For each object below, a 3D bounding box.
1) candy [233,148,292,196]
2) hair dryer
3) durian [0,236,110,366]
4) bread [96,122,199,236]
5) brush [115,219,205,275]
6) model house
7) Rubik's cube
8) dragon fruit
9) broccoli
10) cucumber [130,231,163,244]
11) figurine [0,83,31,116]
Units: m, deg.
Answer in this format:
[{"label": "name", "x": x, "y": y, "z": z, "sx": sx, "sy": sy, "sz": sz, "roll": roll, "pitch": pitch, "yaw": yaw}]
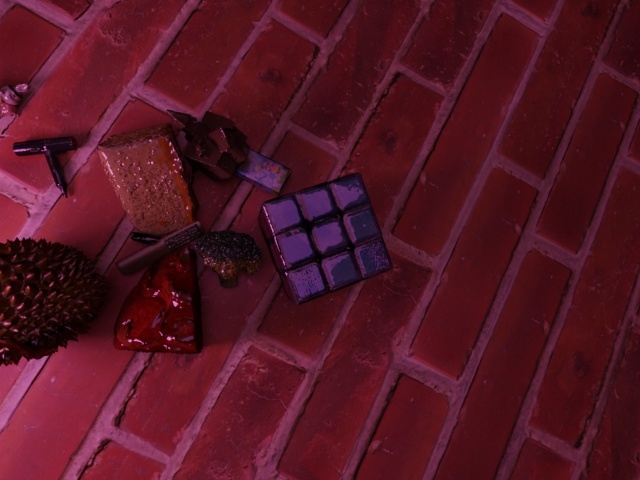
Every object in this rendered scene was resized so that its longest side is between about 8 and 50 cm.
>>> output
[{"label": "candy", "x": -0.206, "y": -0.237, "z": 1.361, "sx": 0.195, "sy": 0.062, "sz": 0.097, "roll": 27, "pitch": 79, "yaw": -5}, {"label": "hair dryer", "x": -0.860, "y": -0.226, "z": 1.265, "sx": 0.174, "sy": 0.050, "sz": 0.194, "roll": -8, "pitch": 86, "yaw": -7}, {"label": "durian", "x": -0.803, "y": 0.164, "z": 1.085, "sx": 0.347, "sy": 0.347, "sz": 0.384, "roll": 47, "pitch": 46, "yaw": 0}, {"label": "bread", "x": -0.534, "y": -0.210, "z": 1.304, "sx": 0.249, "sy": 0.279, "sz": 0.315, "roll": -15, "pitch": 127, "yaw": -11}, {"label": "brush", "x": -0.495, "y": 0.025, "z": 1.249, "sx": 0.283, "sy": 0.048, "sz": 0.054, "roll": -29, "pitch": 109, "yaw": -9}, {"label": "model house", "x": -0.356, "y": -0.325, "z": 1.231, "sx": 0.248, "sy": 0.176, "sz": 0.180, "roll": 34, "pitch": 63, "yaw": -39}, {"label": "Rubik's cube", "x": 0.000, "y": 0.000, "z": 1.227, "sx": 0.301, "sy": 0.304, "sz": 0.304, "roll": -19, "pitch": 91, "yaw": -12}, {"label": "dragon fruit", "x": -0.480, "y": 0.171, "z": 1.171, "sx": 0.287, "sy": 0.228, "sz": 0.328, "roll": 4, "pitch": 83, "yaw": -7}, {"label": "broccoli", "x": -0.286, "y": 0.064, "z": 1.263, "sx": 0.220, "sy": 0.194, "sz": 0.193, "roll": 7, "pitch": 80, "yaw": 11}, {"label": "cucumber", "x": -0.529, "y": -0.001, "z": 1.271, "sx": 0.135, "sy": 0.034, "sz": 0.033, "roll": 19, "pitch": 45, "yaw": -23}, {"label": "figurine", "x": -0.990, "y": -0.443, "z": 1.271, "sx": 0.146, "sy": 0.081, "sz": 0.098, "roll": -11, "pitch": 127, "yaw": -15}]
